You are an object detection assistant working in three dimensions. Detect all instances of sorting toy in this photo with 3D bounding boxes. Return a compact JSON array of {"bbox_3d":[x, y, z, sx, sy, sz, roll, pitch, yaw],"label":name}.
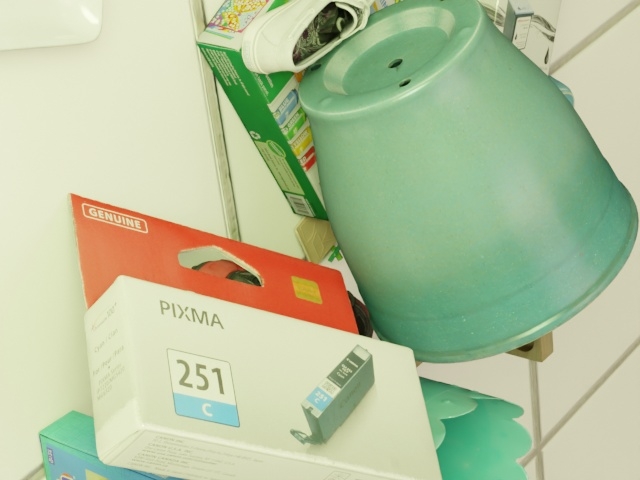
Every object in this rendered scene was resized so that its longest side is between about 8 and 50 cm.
[{"bbox_3d":[0.000,0.000,1.743,0.062,0.012,0.083,-56,138,-34],"label":"sorting toy"}]

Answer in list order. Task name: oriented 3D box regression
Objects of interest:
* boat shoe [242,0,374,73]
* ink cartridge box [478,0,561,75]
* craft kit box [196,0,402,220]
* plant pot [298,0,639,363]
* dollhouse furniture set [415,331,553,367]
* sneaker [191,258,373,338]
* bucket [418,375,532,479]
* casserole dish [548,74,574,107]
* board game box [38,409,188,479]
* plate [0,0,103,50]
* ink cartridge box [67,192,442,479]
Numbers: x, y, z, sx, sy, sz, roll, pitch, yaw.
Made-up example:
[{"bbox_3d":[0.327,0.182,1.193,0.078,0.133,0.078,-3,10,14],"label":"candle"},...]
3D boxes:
[{"bbox_3d":[0.008,-0.198,1.539,0.184,0.063,0.066,-34,128,-43],"label":"boat shoe"},{"bbox_3d":[0.187,-0.236,1.859,0.140,0.082,0.190,-3,106,-55],"label":"ink cartridge box"},{"bbox_3d":[0.011,-0.188,1.653,0.246,0.061,0.250,-60,144,-25],"label":"craft kit box"},{"bbox_3d":[0.115,-0.073,1.584,0.271,0.272,0.255,-51,126,-31],"label":"plant pot"},{"bbox_3d":[0.150,0.094,1.872,0.123,0.151,0.144,-35,128,-43],"label":"dollhouse furniture set"},{"bbox_3d":[-0.011,0.083,1.652,0.276,0.135,0.097,16,87,-57],"label":"sneaker"},{"bbox_3d":[0.071,0.258,1.782,0.281,0.183,0.281,-31,129,-47],"label":"bucket"},{"bbox_3d":[0.243,-0.127,2.021,0.188,0.037,0.114,-18,118,-52],"label":"casserole dish"},{"bbox_3d":[-0.137,0.245,1.467,0.047,0.210,0.160,-34,130,-45],"label":"board game box"},{"bbox_3d":[-0.258,-0.269,1.242,0.278,0.045,0.277,-17,117,-52],"label":"plate"},{"bbox_3d":[-0.054,0.081,1.432,0.296,0.066,0.261,16,46,-35],"label":"ink cartridge box"}]
